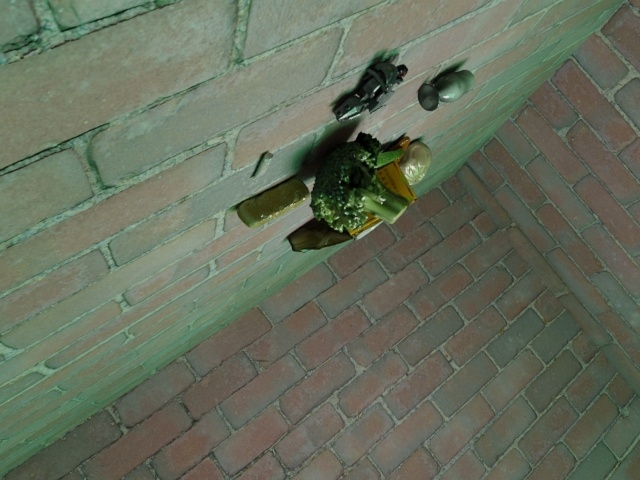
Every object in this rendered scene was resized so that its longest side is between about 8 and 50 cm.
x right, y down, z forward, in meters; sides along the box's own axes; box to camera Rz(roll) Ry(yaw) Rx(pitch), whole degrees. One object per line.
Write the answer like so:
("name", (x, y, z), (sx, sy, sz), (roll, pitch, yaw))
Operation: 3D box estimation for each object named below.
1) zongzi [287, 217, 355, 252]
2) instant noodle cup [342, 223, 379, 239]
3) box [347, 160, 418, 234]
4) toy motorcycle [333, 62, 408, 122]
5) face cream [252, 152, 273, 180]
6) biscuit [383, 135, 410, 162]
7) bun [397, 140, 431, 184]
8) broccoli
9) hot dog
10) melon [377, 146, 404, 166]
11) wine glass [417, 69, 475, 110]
("zongzi", (0.000, 0.000, 2.220), (0.221, 0.112, 0.242), (-28, -149, -24))
("instant noodle cup", (0.170, -0.129, 2.261), (0.251, 0.190, 0.251), (-36, 171, -7))
("box", (0.212, -0.171, 2.065), (0.302, 0.192, 0.084), (-29, 166, 9))
("toy motorcycle", (0.124, -0.364, 1.278), (0.215, 0.080, 0.122), (-35, 172, 16))
("face cream", (-0.147, -0.188, 1.319), (0.038, 0.020, 0.115), (-32, 173, -31))
("biscuit", (0.274, -0.333, 2.104), (0.183, 0.043, 0.280), (-26, 162, -39))
("bun", (0.395, -0.322, 2.288), (0.244, 0.153, 0.244), (-32, 172, -5))
("broccoli", (0.102, -0.163, 1.579), (0.277, 0.318, 0.338), (-51, 145, -12))
("hot dog", (-0.142, -0.108, 1.540), (0.243, 0.084, 0.073), (-32, 173, -31))
("melon", (0.230, -0.305, 1.967), (0.262, 0.053, 0.114), (-22, 178, -27))
("wine glass", (0.414, -0.493, 1.675), (0.202, 0.093, 0.093), (-29, 168, -30))
